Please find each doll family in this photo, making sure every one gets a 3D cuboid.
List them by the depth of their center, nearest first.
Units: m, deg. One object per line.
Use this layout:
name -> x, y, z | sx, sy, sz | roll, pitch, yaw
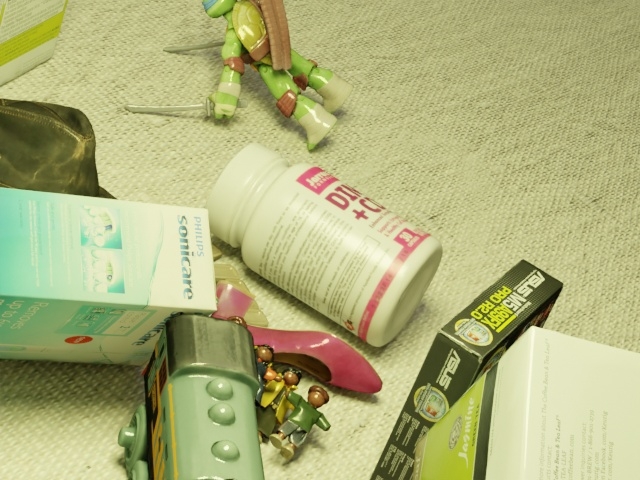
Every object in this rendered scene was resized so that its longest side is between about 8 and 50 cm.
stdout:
doll family -> -0.073, 0.161, 1.847 | 0.193, 0.076, 0.111 | 45, 56, -12

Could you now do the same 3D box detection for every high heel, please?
high heel -> -0.047, 0.151, 1.930 | 0.244, 0.082, 0.117 | 32, 63, -10

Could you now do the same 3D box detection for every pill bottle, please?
pill bottle -> 0.000, 0.000, 2.065 | 0.283, 0.160, 0.160 | 31, 35, 13

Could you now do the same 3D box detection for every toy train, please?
toy train -> -0.127, 0.230, 1.644 | 0.142, 0.190, 0.334 | 11, 35, -15

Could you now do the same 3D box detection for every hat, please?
hat -> -0.343, -0.102, 1.952 | 0.331, 0.134, 0.331 | 20, 14, -5

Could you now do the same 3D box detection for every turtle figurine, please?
turtle figurine -> -0.106, -0.243, 2.400 | 0.266, 0.274, 0.198 | 38, 8, -11

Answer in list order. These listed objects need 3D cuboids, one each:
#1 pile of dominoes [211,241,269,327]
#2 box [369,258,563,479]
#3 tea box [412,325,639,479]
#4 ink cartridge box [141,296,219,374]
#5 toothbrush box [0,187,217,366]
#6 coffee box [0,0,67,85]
pile of dominoes -> -0.211, 0.049, 2.010 | 0.251, 0.040, 0.196 | 6, 36, -36
box -> 0.160, 0.174, 1.818 | 0.060, 0.270, 0.216 | 33, 34, 17
tea box -> 0.224, 0.310, 1.529 | 0.220, 0.323, 0.329 | 15, 61, -12
ink cartridge box -> -0.171, 0.105, 1.881 | 0.029, 0.063, 0.115 | 54, 47, -29
toothbrush box -> -0.291, 0.044, 1.736 | 0.296, 0.216, 0.126 | 5, 67, -30
coffee box -> -0.549, -0.407, 2.162 | 0.338, 0.334, 0.338 | 30, 34, 12
